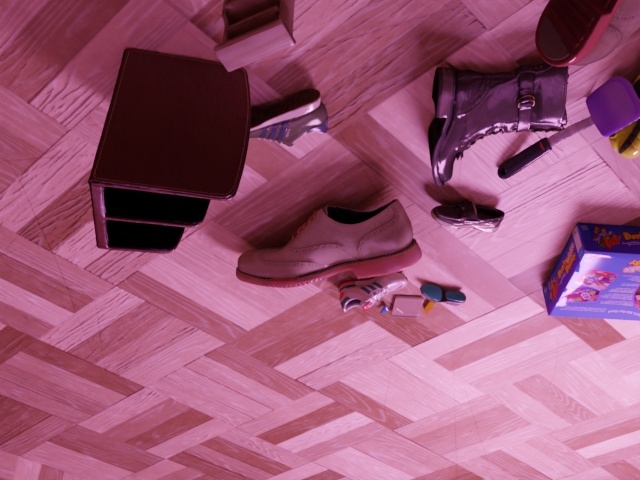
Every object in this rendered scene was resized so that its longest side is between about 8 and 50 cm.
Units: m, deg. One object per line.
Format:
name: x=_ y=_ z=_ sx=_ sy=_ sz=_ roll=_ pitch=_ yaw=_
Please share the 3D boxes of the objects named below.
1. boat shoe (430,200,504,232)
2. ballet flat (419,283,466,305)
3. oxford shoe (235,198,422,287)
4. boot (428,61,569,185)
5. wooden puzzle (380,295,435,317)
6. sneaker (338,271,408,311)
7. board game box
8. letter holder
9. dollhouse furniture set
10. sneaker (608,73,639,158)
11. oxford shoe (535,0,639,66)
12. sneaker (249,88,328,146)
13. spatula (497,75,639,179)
boat shoe: x=0.291 y=-0.054 z=1.493 sx=0.152 sy=0.056 sz=0.049 roll=5 pitch=136 yaw=-21
ballet flat: x=0.272 y=0.127 z=1.719 sx=0.114 sy=0.041 sz=0.041 roll=13 pitch=139 yaw=-14
oxford shoe: x=0.000 y=0.000 z=1.529 sx=0.396 sy=0.140 sz=0.147 roll=-10 pitch=108 yaw=19
boot: x=0.303 y=-0.195 z=1.291 sx=0.228 sy=0.091 sz=0.263 roll=0 pitch=138 yaw=2
wooden puzzle: x=0.204 y=0.154 z=1.772 sx=0.116 sy=0.014 sz=0.079 roll=7 pitch=135 yaw=-9
sneaker: x=0.118 y=0.121 z=1.682 sx=0.161 sy=0.075 sz=0.057 roll=-12 pitch=139 yaw=15
board game box: x=0.684 y=0.076 z=1.622 sx=0.347 sy=0.078 sz=0.233 roll=4 pitch=140 yaw=-4
letter holder: x=-0.223 y=-0.139 z=1.195 sx=0.214 sy=0.302 sz=0.152 roll=5 pitch=140 yaw=-7
dollhouse furniture set: x=-0.133 y=-0.380 z=1.015 sx=0.212 sy=0.161 sz=0.242 roll=-17 pitch=137 yaw=20
sneaker: x=0.580 y=-0.260 z=1.222 sx=0.123 sy=0.109 sz=0.296 roll=-8 pitch=144 yaw=-30
oxford shoe: x=0.447 y=-0.394 z=1.061 sx=0.130 sy=0.123 sz=0.348 roll=-6 pitch=147 yaw=-36
sneaker: x=-0.076 y=-0.192 z=1.314 sx=0.192 sy=0.064 sz=0.086 roll=-16 pitch=133 yaw=14
spatula: x=0.423 y=-0.183 z=1.327 sx=0.030 sy=0.084 sz=0.296 roll=-9 pitch=163 yaw=-45
